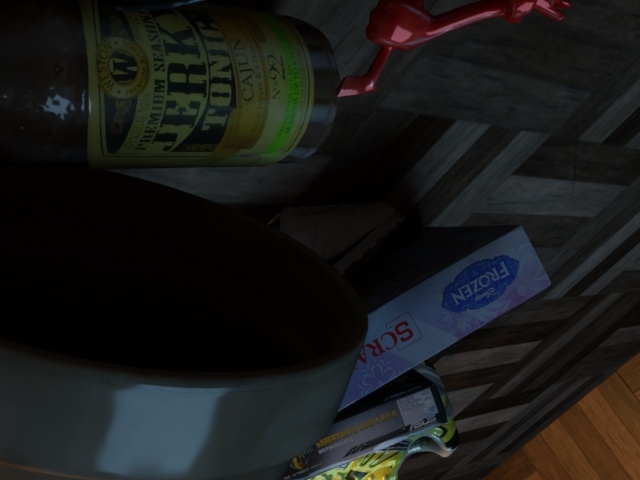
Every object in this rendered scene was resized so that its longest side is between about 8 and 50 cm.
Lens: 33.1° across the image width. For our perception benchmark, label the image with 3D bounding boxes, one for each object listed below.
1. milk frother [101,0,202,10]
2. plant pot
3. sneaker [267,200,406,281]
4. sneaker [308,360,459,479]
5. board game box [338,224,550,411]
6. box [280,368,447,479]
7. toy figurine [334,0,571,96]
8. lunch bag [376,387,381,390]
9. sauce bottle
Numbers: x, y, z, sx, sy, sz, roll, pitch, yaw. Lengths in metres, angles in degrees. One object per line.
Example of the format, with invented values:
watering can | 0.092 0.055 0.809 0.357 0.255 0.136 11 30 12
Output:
milk frother | -0.107 -0.192 0.529 0.143 0.129 0.135 -7 118 8
plant pot | -0.161 0.130 0.667 0.323 0.323 0.280 -2 114 -49
sneaker | 0.000 0.000 1.033 0.235 0.095 0.090 -33 161 -55
sneaker | 0.033 0.305 1.557 0.384 0.147 0.145 -23 156 -18
board game box | 0.025 0.087 1.062 0.318 0.066 0.318 -30 -174 -8
box | 0.033 0.236 1.400 0.231 0.056 0.183 -20 -175 -6
toy figurine | -0.007 -0.266 0.460 0.191 0.217 0.362 -32 113 8
lunch bag | 0.013 0.150 1.312 0.151 0.096 0.129 -12 154 -21
sauce bottle | -0.135 -0.094 0.645 0.344 0.111 0.111 -8 145 -47
